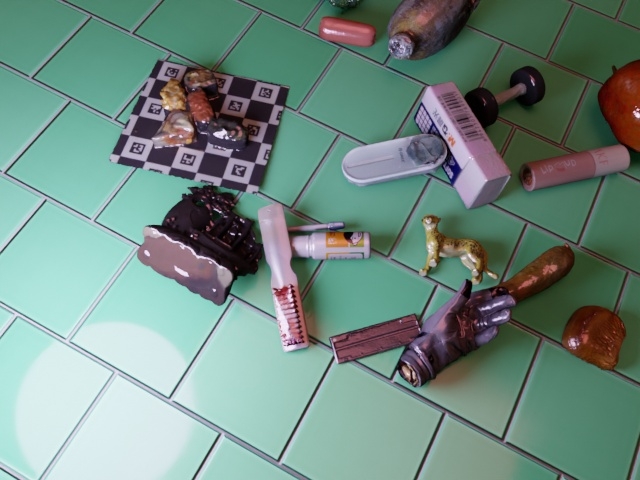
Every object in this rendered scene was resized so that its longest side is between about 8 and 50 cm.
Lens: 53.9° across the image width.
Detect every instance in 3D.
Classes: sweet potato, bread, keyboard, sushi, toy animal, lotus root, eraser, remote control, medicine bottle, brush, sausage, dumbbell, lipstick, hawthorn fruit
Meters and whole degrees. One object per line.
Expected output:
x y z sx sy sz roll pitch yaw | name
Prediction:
0.450 0.091 1.383 0.273 0.075 0.075 -28 69 -12 | sweet potato
0.595 0.203 1.353 0.126 0.044 0.129 30 63 9 | bread
0.120 0.207 1.334 0.198 0.010 0.063 -14 67 -10 | keyboard
-0.282 -0.302 1.512 0.359 0.064 0.343 13 61 2 | sushi
0.309 0.020 1.407 0.181 0.073 0.136 11 57 5 | toy animal
0.281 -0.580 1.638 0.175 0.175 0.349 39 68 14 | lotus root
0.332 -0.227 1.496 0.086 0.130 0.287 -18 65 -16 | eraser
0.174 -0.188 1.483 0.247 0.052 0.104 -11 58 5 | remote control
0.000 0.000 1.399 0.221 0.061 0.092 -2 53 2 | medicine bottle
-0.084 0.072 1.335 0.060 0.050 0.321 -15 73 9 | brush
0.072 -0.552 1.669 0.154 0.062 0.062 12 64 2 | sausage
0.463 -0.361 1.584 0.191 0.100 0.100 -26 69 -15 | dumbbell
0.614 -0.176 1.521 0.254 0.070 0.070 -12 66 -10 | lipstick
0.797 -0.346 1.550 0.224 0.224 0.261 -21 47 -14 | hawthorn fruit

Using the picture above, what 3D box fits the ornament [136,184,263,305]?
-0.233 -0.010 1.369 0.251 0.106 0.260 30 38 8 | ornament

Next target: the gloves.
0.273 0.184 1.294 0.285 0.119 0.142 -33 103 -2 | gloves

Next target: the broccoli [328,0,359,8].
0.061 -0.730 1.709 0.195 0.195 0.156 25 31 8 | broccoli
